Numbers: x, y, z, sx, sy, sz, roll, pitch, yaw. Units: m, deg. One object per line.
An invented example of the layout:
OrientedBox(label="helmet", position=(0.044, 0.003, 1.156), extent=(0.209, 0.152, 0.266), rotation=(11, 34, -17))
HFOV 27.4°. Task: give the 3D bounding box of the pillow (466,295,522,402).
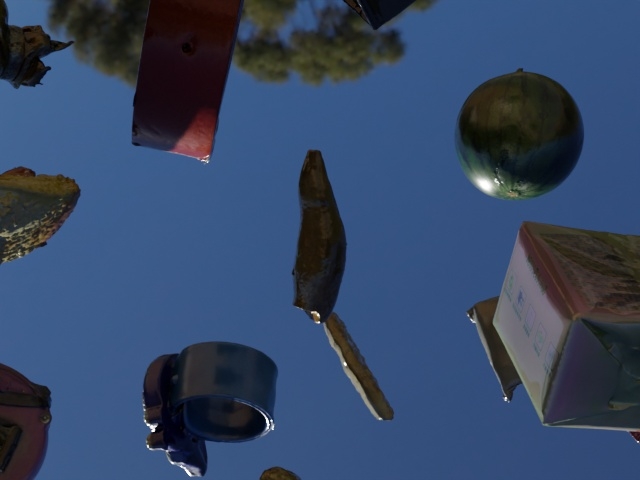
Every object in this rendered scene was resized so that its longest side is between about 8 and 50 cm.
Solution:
OrientedBox(label="pillow", position=(0.339, 0.111, 1.817), extent=(0.255, 0.059, 0.169), rotation=(-22, -117, 9))

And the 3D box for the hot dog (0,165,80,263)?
OrientedBox(label="hot dog", position=(-0.335, 0.001, 1.121), extent=(0.261, 0.093, 0.123), rotation=(-32, 172, -20))

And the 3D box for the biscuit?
OrientedBox(label="biscuit", position=(0.045, 0.181, 2.085), extent=(0.038, 0.141, 0.290), rotation=(-30, -160, -1))

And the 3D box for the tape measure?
OrientedBox(label="tape measure", position=(-0.535, 0.290, 1.997), extent=(0.149, 0.245, 0.231), rotation=(129, -18, -65))

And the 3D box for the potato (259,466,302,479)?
OrientedBox(label="potato", position=(-0.049, 0.334, 1.788), extent=(0.046, 0.092, 0.045), rotation=(22, -106, 34))

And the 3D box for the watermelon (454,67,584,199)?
OrientedBox(label="watermelon", position=(0.366, -0.194, 2.431), extent=(0.242, 0.242, 0.242), rotation=(-15, -151, 8))

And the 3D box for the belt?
OrientedBox(label="belt", position=(-0.166, -0.233, 1.635), extent=(0.115, 0.324, 0.227), rotation=(11, -137, -5))

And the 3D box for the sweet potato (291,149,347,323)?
OrientedBox(label="sweet potato", position=(0.000, 0.000, 1.781), extent=(0.077, 0.243, 0.077), rotation=(4, -165, -1))

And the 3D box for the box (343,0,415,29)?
OrientedBox(label="box", position=(0.027, -0.450, 1.461), extent=(0.204, 0.345, 0.251), rotation=(-37, -134, -1))

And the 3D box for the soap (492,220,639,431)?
OrientedBox(label="soap", position=(0.295, 0.089, 1.347), extent=(0.182, 0.138, 0.199), rotation=(7, -152, -14))

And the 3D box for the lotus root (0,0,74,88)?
OrientedBox(label="lotus root", position=(-0.416, -0.229, 1.449), extent=(0.278, 0.154, 0.154), rotation=(12, -175, -40))

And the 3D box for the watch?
OrientedBox(label="watch", position=(-0.162, 0.251, 2.034), extent=(0.200, 0.196, 0.171), rotation=(-12, -118, 18))

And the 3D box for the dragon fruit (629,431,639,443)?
OrientedBox(label="dragon fruit", position=(0.409, 0.191, 1.574), extent=(0.147, 0.096, 0.102), rotation=(41, -157, 32))
